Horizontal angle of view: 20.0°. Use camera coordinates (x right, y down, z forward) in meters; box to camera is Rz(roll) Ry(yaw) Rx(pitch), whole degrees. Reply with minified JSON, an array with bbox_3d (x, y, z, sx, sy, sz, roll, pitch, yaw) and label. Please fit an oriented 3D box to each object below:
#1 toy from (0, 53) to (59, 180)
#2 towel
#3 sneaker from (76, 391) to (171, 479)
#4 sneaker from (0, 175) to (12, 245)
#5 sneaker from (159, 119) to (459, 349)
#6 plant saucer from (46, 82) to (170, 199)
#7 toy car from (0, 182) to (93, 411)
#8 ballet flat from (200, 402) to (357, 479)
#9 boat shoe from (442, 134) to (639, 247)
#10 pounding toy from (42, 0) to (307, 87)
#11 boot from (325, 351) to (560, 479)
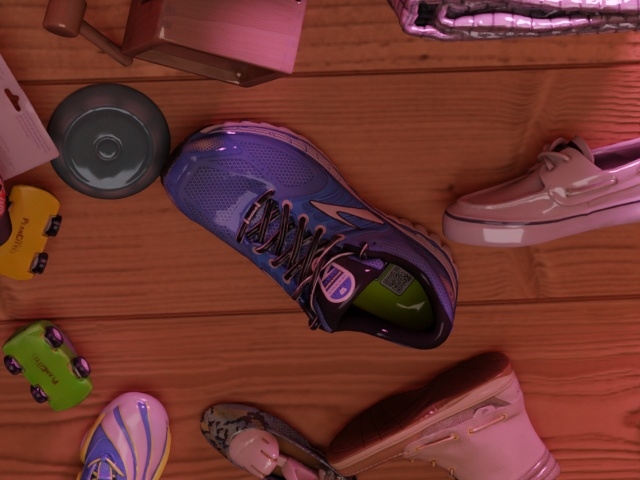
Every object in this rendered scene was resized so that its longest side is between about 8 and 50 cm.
[{"bbox_3d":[-0.377,-0.100,1.693,0.237,0.056,0.137,-23,117,10],"label":"toy"},{"bbox_3d":[0.195,-0.254,1.583,0.284,0.235,0.121,-3,108,-4],"label":"towel"},{"bbox_3d":[-0.213,0.276,1.833,0.091,0.126,0.240,17,111,-12],"label":"sneaker"},{"bbox_3d":[-0.425,-0.046,1.640,0.270,0.090,0.145,-10,118,0],"label":"sneaker"},{"bbox_3d":[0.000,0.000,1.721,0.330,0.147,0.130,28,108,-15],"label":"sneaker"},{"bbox_3d":[-0.203,-0.091,1.731,0.119,0.021,0.119,-2,113,-5],"label":"plant saucer"},{"bbox_3d":[-0.307,0.073,1.776,0.239,0.053,0.225,-33,113,10],"label":"toy car"},{"bbox_3d":[-0.038,0.228,1.863,0.188,0.070,0.070,28,108,-16],"label":"ballet flat"},{"bbox_3d":[0.246,-0.057,1.749,0.267,0.096,0.088,-8,110,-3],"label":"boat shoe"},{"bbox_3d":[-0.140,-0.209,1.629,0.206,0.181,0.094,14,84,-20],"label":"pounding toy"},{"bbox_3d":[0.129,0.228,1.872,0.213,0.077,0.165,-27,115,2],"label":"boot"}]
